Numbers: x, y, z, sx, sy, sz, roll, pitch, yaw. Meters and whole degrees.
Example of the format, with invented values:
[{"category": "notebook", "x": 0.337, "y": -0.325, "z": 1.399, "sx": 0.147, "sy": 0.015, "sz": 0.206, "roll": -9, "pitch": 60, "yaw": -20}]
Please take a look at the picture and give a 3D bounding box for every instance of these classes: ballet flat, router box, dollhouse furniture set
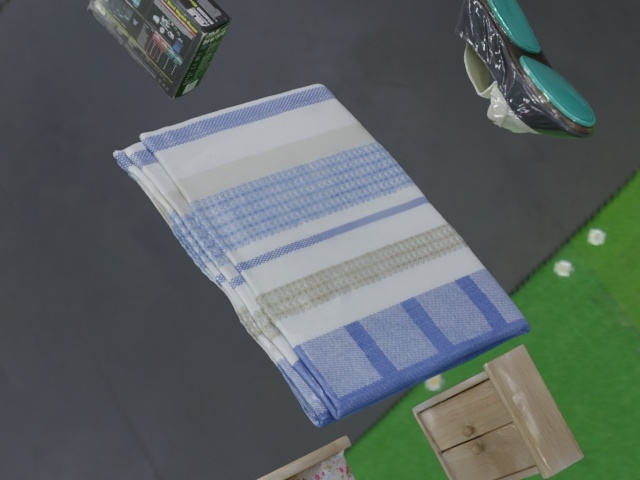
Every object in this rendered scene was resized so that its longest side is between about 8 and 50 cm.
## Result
[{"category": "ballet flat", "x": 0.162, "y": -0.134, "z": 1.191, "sx": 0.074, "sy": 0.074, "sz": 0.203, "roll": -46, "pitch": 45, "yaw": 23}, {"category": "router box", "x": -0.143, "y": -0.200, "z": 1.268, "sx": 0.122, "sy": 0.038, "sz": 0.092, "roll": 47, "pitch": 140, "yaw": 10}, {"category": "dollhouse furniture set", "x": 0.030, "y": 0.217, "z": 1.278, "sx": 0.303, "sy": 0.356, "sz": 0.174, "roll": 62, "pitch": 152, "yaw": 7}]

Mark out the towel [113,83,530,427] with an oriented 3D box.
[{"category": "towel", "x": 0.000, "y": 0.000, "z": 1.093, "sx": 0.285, "sy": 0.209, "sz": 0.034, "roll": 51, "pitch": 142, "yaw": 24}]
